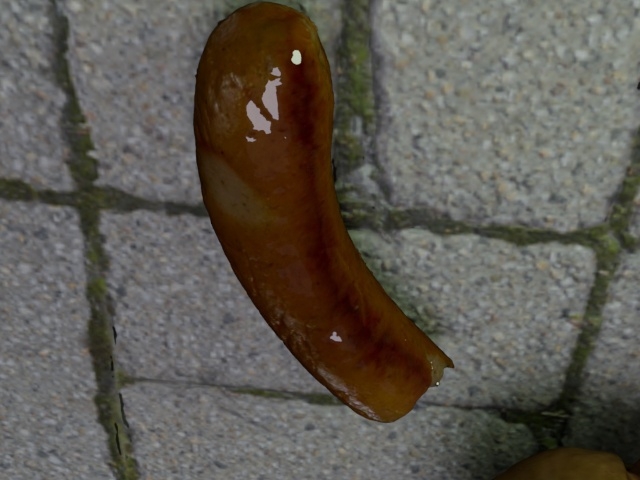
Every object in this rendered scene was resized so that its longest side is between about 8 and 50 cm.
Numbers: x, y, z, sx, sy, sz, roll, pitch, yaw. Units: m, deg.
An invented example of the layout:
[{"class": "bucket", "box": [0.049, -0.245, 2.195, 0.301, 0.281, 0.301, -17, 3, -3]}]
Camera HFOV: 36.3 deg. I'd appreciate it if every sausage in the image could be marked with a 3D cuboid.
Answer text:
[{"class": "sausage", "box": [-0.005, 0.001, 0.585, 0.103, 0.076, 0.302, -18, 126, 10]}]

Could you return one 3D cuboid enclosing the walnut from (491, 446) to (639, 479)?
[{"class": "walnut", "box": [0.196, 0.283, 0.714, 0.209, 0.209, 0.336, -5, 131, 10]}]
